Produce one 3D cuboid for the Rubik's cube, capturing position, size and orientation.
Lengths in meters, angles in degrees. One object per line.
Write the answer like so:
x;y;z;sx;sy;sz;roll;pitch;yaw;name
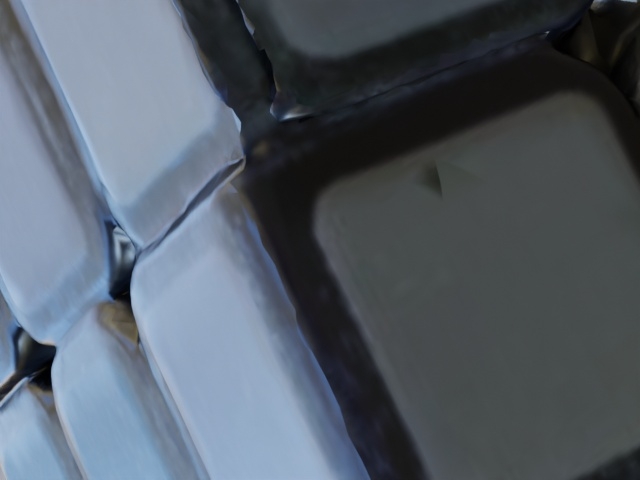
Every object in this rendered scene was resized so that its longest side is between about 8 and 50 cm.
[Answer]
0.086;0.021;0.639;0.359;0.363;0.362;65;153;9;Rubik's cube
